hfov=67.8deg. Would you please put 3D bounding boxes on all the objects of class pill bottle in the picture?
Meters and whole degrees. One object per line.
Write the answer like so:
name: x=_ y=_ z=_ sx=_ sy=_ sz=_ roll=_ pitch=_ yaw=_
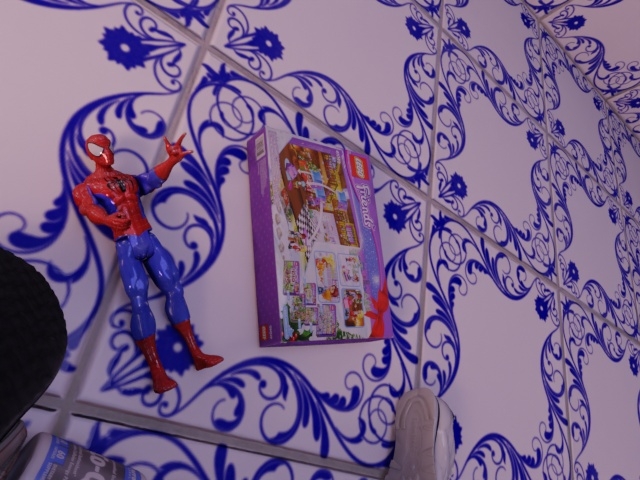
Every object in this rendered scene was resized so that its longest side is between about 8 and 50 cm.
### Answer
pill bottle: x=-0.202 y=0.230 z=0.414 sx=0.137 sy=0.078 sz=0.078 roll=38 pitch=53 yaw=-24

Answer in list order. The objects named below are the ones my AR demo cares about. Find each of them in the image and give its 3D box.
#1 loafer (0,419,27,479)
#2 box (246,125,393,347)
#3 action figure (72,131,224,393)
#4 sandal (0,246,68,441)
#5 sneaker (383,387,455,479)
loafer: x=-0.274 y=0.195 z=0.369 sx=0.125 sy=0.045 sz=0.039 roll=-71 pitch=141 yaw=-71
box: x=0.000 y=0.000 z=0.685 sx=0.200 sy=0.057 sz=0.294 roll=7 pitch=70 yaw=-38
action figure: x=-0.171 y=0.006 z=0.490 sx=0.091 sy=0.139 sz=0.281 roll=-22 pitch=87 yaw=-44
sandal: x=-0.275 y=0.125 z=0.256 sx=0.167 sy=0.107 sz=0.446 roll=46 pitch=9 yaw=-26
sneaker: x=0.151 y=0.337 z=0.679 sx=0.095 sy=0.090 sz=0.235 roll=44 pitch=52 yaw=-32
